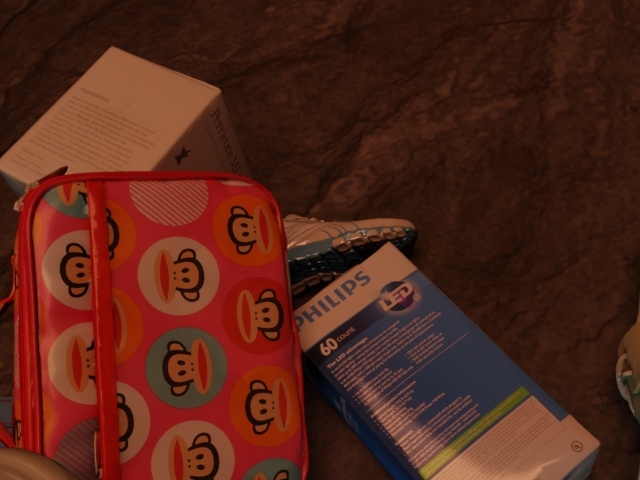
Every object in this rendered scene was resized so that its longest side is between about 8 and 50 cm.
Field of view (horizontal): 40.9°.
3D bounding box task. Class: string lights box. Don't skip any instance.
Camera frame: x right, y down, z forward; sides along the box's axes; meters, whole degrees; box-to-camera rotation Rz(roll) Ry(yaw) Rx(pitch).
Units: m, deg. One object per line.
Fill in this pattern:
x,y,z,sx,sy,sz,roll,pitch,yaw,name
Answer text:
0.094,0.134,0.741,0.133,0.077,0.260,-35,57,-14,string lights box

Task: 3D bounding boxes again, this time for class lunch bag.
-0.151,0.090,0.697,0.258,0.120,0.293,-1,77,-25,lunch bag

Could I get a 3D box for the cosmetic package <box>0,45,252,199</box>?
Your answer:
-0.193,-0.069,0.884,0.151,0.151,0.184,26,65,24,cosmetic package

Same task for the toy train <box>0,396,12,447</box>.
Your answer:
-0.249,0.219,0.722,0.105,0.080,0.184,7,52,-30,toy train

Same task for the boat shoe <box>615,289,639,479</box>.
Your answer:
0.300,0.107,0.722,0.094,0.109,0.302,3,46,30,boat shoe

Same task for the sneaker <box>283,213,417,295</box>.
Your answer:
0.000,0.000,0.856,0.190,0.071,0.083,-13,49,1,sneaker

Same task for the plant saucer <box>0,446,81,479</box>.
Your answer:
-0.245,0.332,0.524,0.400,0.100,0.400,-10,74,38,plant saucer
